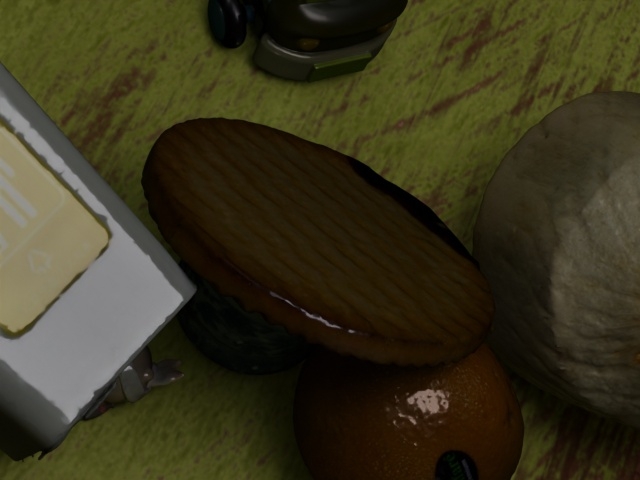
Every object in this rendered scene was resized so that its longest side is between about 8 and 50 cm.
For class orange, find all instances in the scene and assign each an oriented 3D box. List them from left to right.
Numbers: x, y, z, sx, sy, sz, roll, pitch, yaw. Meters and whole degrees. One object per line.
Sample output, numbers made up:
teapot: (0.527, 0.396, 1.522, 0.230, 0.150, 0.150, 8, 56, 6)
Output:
orange: (0.077, 0.154, 1.602, 0.206, 0.206, 0.206, 8, 63, -15)

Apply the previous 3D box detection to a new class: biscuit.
biscuit: (0.000, 0.000, 1.542, 0.318, 0.040, 0.318, 23, 25, -11)

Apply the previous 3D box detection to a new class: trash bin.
trash bin: (-0.301, -0.012, 1.479, 0.367, 0.296, 0.256, 44, 68, -6)

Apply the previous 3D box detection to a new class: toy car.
toy car: (-0.008, -0.299, 1.787, 0.204, 0.198, 0.248, -14, 70, -23)

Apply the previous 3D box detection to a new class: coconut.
coconut: (0.280, 0.013, 1.697, 0.328, 0.329, 0.329, 8, 63, -15)

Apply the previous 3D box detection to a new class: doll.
doll: (-0.182, 0.116, 1.608, 0.127, 0.073, 0.084, 12, 95, -8)

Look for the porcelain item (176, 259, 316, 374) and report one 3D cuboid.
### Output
porcelain item: (-0.050, 0.037, 1.656, 0.147, 0.114, 0.147, 11, 56, -16)
